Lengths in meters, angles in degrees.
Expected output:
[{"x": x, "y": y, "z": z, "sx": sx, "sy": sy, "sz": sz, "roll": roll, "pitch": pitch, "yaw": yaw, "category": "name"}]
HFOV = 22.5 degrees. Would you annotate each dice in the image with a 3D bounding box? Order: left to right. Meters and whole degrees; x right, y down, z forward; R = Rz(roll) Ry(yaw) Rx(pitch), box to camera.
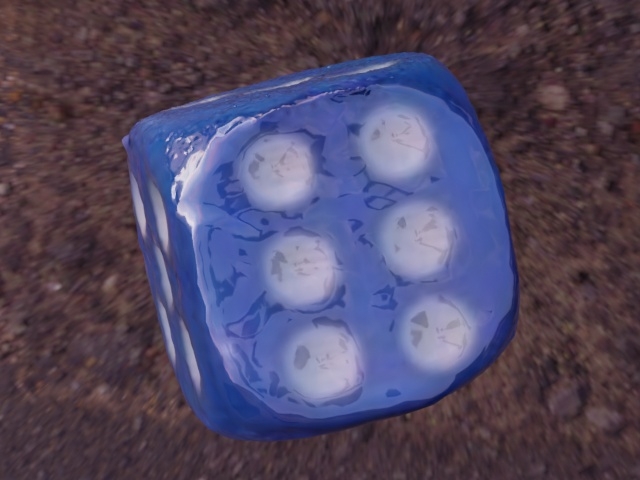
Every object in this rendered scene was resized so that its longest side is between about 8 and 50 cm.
[{"x": 0.000, "y": 0.000, "z": 0.704, "sx": 0.146, "sy": 0.146, "sz": 0.143, "roll": -15, "pitch": 99, "yaw": -12, "category": "dice"}]
